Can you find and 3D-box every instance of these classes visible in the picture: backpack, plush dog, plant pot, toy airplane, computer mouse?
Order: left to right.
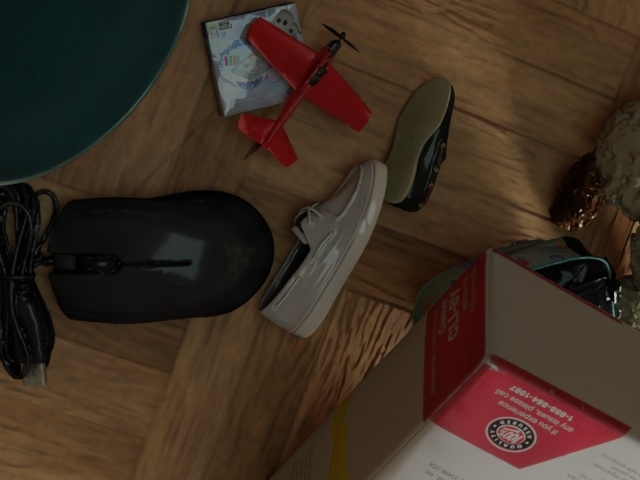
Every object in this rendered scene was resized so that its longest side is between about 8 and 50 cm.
[{"bbox_3d":[-0.279,-0.218,1.574,0.290,0.195,0.290,-34,145,-27],"label":"plant pot"},{"bbox_3d":[-0.166,0.027,1.730,0.272,0.072,0.188,-8,99,-16],"label":"computer mouse"},{"bbox_3d":[-0.023,-0.134,1.753,0.151,0.028,0.151,-4,101,-19],"label":"toy airplane"},{"bbox_3d":[0.180,0.088,1.808,0.188,0.144,0.166,-15,110,-15],"label":"backpack"},{"bbox_3d":[0.356,-0.038,1.840,0.262,0.210,0.225,-35,83,-9],"label":"plush dog"}]

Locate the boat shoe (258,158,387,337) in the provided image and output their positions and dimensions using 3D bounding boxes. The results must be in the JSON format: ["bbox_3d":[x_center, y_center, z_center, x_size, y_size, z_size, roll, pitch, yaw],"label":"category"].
[{"bbox_3d":[0.000,0.000,1.788,0.063,0.066,0.184,26,99,-20],"label":"boat shoe"}]

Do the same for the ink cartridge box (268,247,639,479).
[{"bbox_3d":[0.147,0.231,1.715,0.279,0.160,0.384,28,125,-19],"label":"ink cartridge box"}]

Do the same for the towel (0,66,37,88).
[{"bbox_3d":[-0.268,-0.120,1.699,0.119,0.029,0.067,7,95,-19],"label":"towel"}]

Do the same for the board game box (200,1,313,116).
[{"bbox_3d":[-0.059,-0.169,1.763,0.090,0.020,0.090,-14,102,-15],"label":"board game box"}]

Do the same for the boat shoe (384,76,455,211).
[{"bbox_3d":[0.098,-0.092,1.813,0.042,0.049,0.133,27,82,-47],"label":"boat shoe"}]
